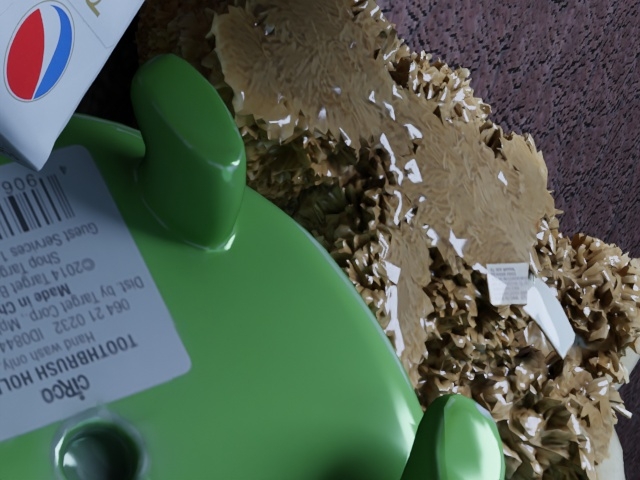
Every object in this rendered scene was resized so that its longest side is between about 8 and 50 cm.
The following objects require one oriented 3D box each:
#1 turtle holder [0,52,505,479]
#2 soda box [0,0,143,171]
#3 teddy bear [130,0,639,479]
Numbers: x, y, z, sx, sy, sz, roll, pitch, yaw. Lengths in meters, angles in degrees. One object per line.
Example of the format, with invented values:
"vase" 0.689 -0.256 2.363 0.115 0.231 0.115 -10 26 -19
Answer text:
"turtle holder" -0.069 0.119 0.592 0.243 0.320 0.227 -54 -178 -34
"soda box" -0.138 -0.094 0.378 0.069 0.216 0.074 -61 154 -13
"teddy bear" 0.034 0.006 0.769 0.338 0.113 0.245 30 52 -39
